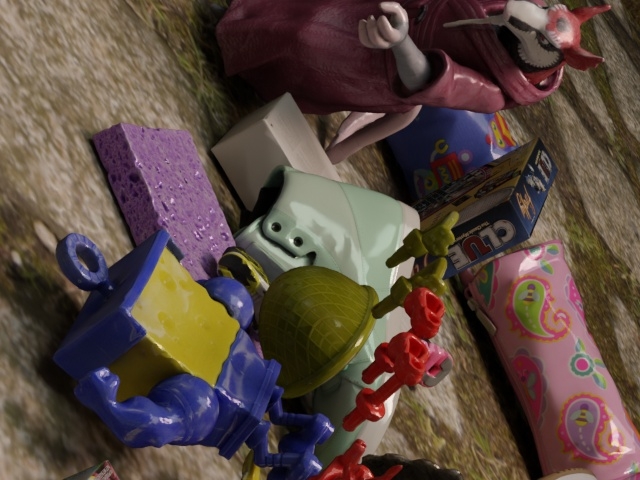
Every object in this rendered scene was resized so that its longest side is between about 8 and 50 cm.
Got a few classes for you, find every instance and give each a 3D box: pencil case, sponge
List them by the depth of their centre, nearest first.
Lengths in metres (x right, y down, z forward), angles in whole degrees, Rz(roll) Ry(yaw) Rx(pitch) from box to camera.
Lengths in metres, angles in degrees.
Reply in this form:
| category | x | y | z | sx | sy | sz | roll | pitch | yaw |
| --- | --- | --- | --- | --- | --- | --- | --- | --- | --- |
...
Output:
| category | x | y | z | sx | sy | sz | roll | pitch | yaw |
| --- | --- | --- | --- | --- | --- | --- | --- | --- | --- |
| sponge | -0.094 | 0.013 | 1.470 | 0.210 | 0.031 | 0.117 | 67 | 19 | 10 |
| pencil case | 0.242 | 0.139 | 2.066 | 0.124 | 0.124 | 0.284 | 20 | 45 | -64 |
| pencil case | 0.091 | -0.178 | 2.079 | 0.119 | 0.133 | 0.306 | -32 | 94 | -49 |

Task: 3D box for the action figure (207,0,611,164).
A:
| category | x | y | z | sx | sy | sz | roll | pitch | yaw |
| --- | --- | --- | --- | --- | --- | --- | --- | --- | --- |
| action figure | 0.089 | -0.151 | 1.715 | 0.248 | 0.370 | 0.276 | -48 | 131 | -34 |

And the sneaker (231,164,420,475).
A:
| category | x | y | z | sx | sy | sz | roll | pitch | yaw |
| --- | --- | --- | --- | --- | --- | --- | --- | --- | --- |
| sneaker | -0.015 | 0.063 | 1.550 | 0.151 | 0.094 | 0.256 | 22 | 58 | -21 |

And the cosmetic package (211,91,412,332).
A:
| category | x | y | z | sx | sy | sz | roll | pitch | yaw |
| --- | --- | --- | --- | --- | --- | --- | --- | --- | --- |
| cosmetic package | 0.000 | 0.000 | 1.689 | 0.239 | 0.060 | 0.099 | 59 | 17 | -9 |

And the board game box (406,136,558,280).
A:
| category | x | y | z | sx | sy | sz | roll | pitch | yaw |
| --- | --- | --- | --- | --- | --- | --- | --- | --- | --- |
| board game box | 0.134 | -0.018 | 1.909 | 0.042 | 0.165 | 0.243 | 60 | 19 | -8 |

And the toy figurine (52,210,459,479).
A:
| category | x | y | z | sx | sy | sz | roll | pitch | yaw |
| --- | --- | --- | --- | --- | --- | --- | --- | --- | --- |
| toy figurine | -0.062 | 0.043 | 1.269 | 0.217 | 0.191 | 0.362 | 39 | 30 | -11 |

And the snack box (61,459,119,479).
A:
| category | x | y | z | sx | sy | sz | roll | pitch | yaw |
| --- | --- | --- | --- | --- | --- | --- | --- | --- | --- |
| snack box | -0.116 | 0.207 | 1.139 | 0.141 | 0.037 | 0.100 | 61 | 20 | -6 |

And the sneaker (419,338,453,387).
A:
| category | x | y | z | sx | sy | sz | roll | pitch | yaw |
| --- | --- | --- | --- | --- | --- | --- | --- | --- | --- |
| sneaker | 0.070 | 0.085 | 1.805 | 0.119 | 0.047 | 0.057 | 47 | 2 | -40 |

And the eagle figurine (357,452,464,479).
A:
| category | x | y | z | sx | sy | sz | roll | pitch | yaw |
| --- | --- | --- | --- | --- | --- | --- | --- | --- | --- |
| eagle figurine | 0.145 | 0.270 | 1.464 | 0.298 | 0.226 | 0.225 | 6 | 86 | -45 |

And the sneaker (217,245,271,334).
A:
| category | x | y | z | sx | sy | sz | roll | pitch | yaw |
| --- | --- | --- | --- | --- | --- | --- | --- | --- | --- |
| sneaker | -0.045 | 0.036 | 1.467 | 0.083 | 0.031 | 0.035 | 58 | 15 | -22 |

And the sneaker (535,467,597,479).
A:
| category | x | y | z | sx | sy | sz | roll | pitch | yaw |
| --- | --- | --- | --- | --- | --- | --- | --- | --- | --- |
| sneaker | 0.250 | 0.310 | 1.875 | 0.282 | 0.099 | 0.153 | 31 | 34 | -62 |
